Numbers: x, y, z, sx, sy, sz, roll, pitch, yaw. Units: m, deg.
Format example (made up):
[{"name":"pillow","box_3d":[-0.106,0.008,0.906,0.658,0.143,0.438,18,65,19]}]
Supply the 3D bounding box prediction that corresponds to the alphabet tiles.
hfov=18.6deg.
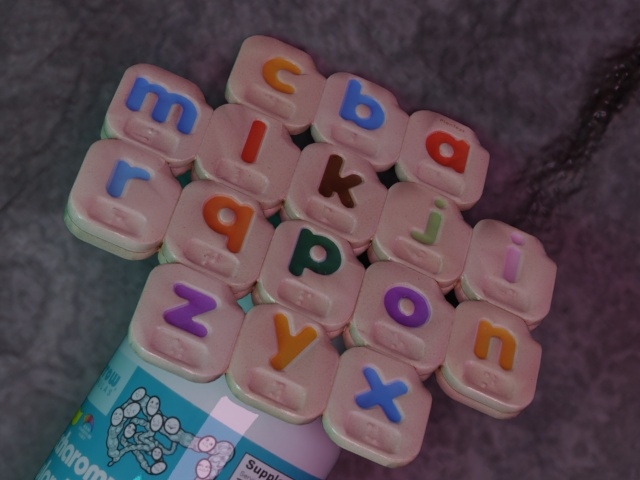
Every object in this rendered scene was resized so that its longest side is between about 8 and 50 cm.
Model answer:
[{"name":"alphabet tiles","box_3d":[0.000,0.000,1.122,0.284,0.021,0.278,24,44,-7]}]

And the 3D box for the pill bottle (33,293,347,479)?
[{"name":"pill bottle","box_3d":[-0.084,0.143,1.142,0.146,0.146,0.264,32,87,-7]}]
